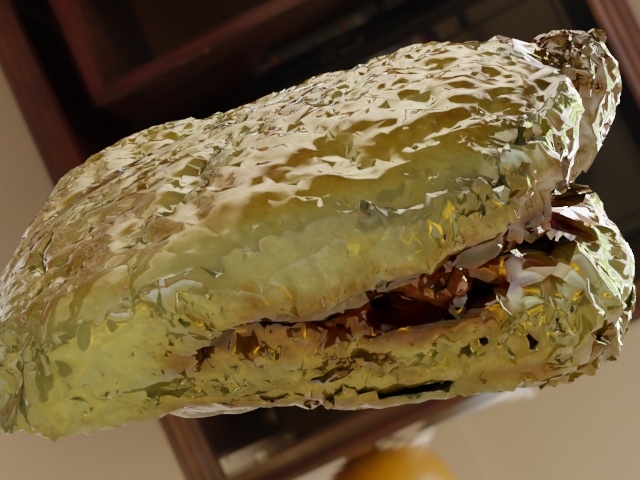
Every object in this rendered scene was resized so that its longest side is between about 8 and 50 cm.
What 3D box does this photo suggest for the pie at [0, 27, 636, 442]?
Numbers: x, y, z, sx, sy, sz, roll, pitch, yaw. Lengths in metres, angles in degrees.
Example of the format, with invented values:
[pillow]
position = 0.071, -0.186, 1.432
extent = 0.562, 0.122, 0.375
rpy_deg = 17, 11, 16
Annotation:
[pie]
position = -0.024, 0.009, 0.967
extent = 0.418, 0.180, 0.395
rpy_deg = -11, -162, 17
